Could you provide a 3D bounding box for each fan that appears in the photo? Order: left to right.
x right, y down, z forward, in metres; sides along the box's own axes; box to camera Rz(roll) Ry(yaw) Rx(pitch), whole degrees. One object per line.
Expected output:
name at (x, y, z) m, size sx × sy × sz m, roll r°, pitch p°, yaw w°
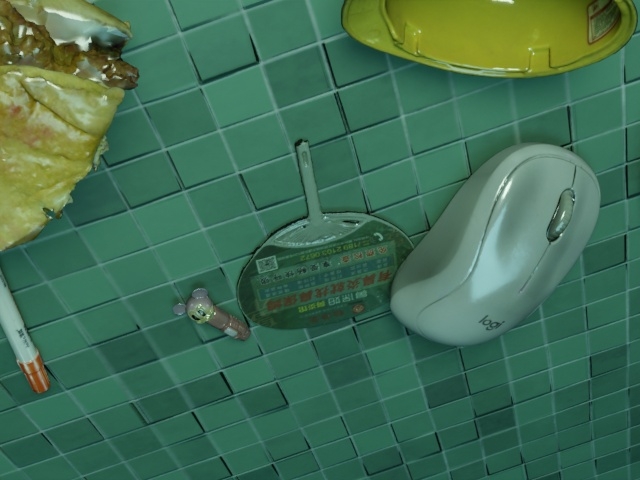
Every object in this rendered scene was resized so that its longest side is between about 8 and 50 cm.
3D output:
fan at (-0.020, 0.022, 1.151) m, size 0.223 × 0.012 × 0.294 m, roll -34°, pitch 134°, yaw 18°

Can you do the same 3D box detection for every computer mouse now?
computer mouse at (0.209, 0.023, 1.143) m, size 0.184 × 0.121 × 0.297 m, roll 26°, pitch 120°, yaw -34°

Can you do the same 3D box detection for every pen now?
pen at (-0.353, 0.097, 1.106) m, size 0.028 × 0.028 × 0.239 m, roll -12°, pitch 135°, yaw -6°

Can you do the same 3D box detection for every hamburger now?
hamburger at (-0.291, -0.098, 0.844) m, size 0.282 × 0.155 × 0.245 m, roll -9°, pitch 132°, yaw -4°

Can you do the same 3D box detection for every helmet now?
helmet at (0.152, -0.247, 0.850) m, size 0.256 × 0.140 × 0.205 m, roll 9°, pitch 163°, yaw -9°

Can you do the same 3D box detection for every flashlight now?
flashlight at (-0.126, 0.096, 1.173) m, size 0.052 × 0.031 × 0.110 m, roll -37°, pitch 133°, yaw 19°
